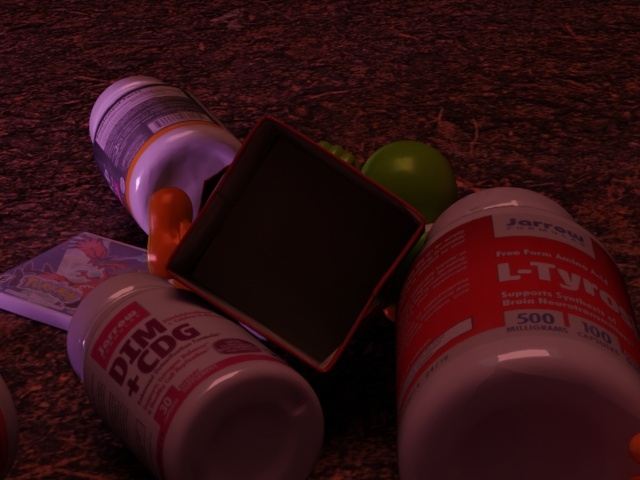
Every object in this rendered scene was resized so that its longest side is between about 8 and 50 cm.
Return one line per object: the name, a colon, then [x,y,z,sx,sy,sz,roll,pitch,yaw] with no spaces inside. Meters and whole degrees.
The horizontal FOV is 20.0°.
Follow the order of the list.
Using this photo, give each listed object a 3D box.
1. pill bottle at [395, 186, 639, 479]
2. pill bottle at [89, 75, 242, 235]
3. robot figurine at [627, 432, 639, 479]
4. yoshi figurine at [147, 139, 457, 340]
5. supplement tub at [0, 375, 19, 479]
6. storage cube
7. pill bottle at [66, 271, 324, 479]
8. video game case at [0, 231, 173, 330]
pill bottle: [0.183,0.108,1.675,0.229,0.229,0.407,-3,25,3]
pill bottle: [-0.196,-0.107,2.292,0.162,0.162,0.278,-12,25,-17]
robot figurine: [0.295,0.237,1.441,0.219,0.158,0.128,-13,39,-30]
yoshi figurine: [0.003,-0.020,1.995,0.362,0.203,0.203,-3,18,12]
supplement tub: [-0.417,0.203,1.610,0.191,0.191,0.272,9,27,27]
storage cube: [-0.020,0.006,1.808,0.215,0.183,0.193,33,-1,5]
pill bottle: [-0.130,0.140,1.737,0.160,0.160,0.283,-16,27,-25]
video game case: [-0.268,0.050,2.122,0.201,0.023,0.183,14,30,35]
